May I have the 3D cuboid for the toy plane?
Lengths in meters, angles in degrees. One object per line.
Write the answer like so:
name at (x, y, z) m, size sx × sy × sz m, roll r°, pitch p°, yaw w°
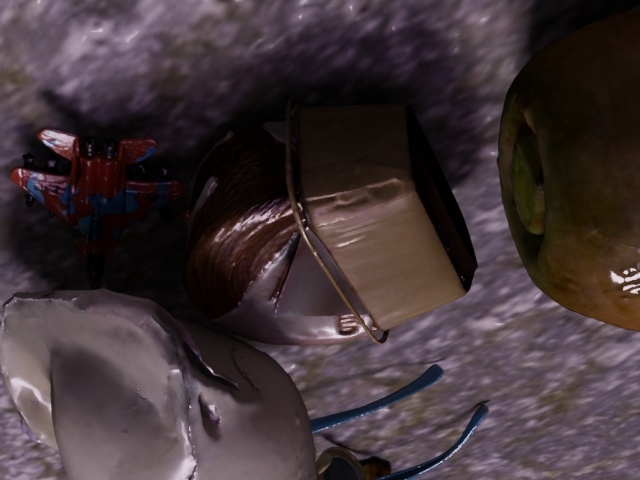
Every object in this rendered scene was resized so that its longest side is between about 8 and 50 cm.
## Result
toy plane at (-0.177, -0.021, 0.842) m, size 0.130 × 0.061 × 0.189 m, roll 4°, pitch 148°, yaw -10°

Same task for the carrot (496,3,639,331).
carrot at (0.298, -0.056, 0.693) m, size 0.341 × 0.224 × 0.224 m, roll -8°, pitch 144°, yaw -3°

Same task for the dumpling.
dumpling at (-0.138, 0.158, 0.893) m, size 0.260 × 0.181 × 0.341 m, roll 9°, pitch 168°, yaw 25°

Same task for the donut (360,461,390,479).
donut at (0.063, 0.402, 1.363) m, size 0.101 × 0.152 × 0.259 m, roll -3°, pitch 143°, yaw 12°

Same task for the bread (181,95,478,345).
bread at (0.000, 0.000, 0.811) m, size 0.212 × 0.142 × 0.224 m, roll -16°, pitch 142°, yaw 14°

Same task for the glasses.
glasses at (0.066, 0.209, 1.196) m, size 0.221 × 0.088 × 0.190 m, roll -38°, pitch 134°, yaw 12°

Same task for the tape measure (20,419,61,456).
tape measure at (-0.196, 0.166, 1.060) m, size 0.178 × 0.105 × 0.196 m, roll 14°, pitch 140°, yaw -23°
